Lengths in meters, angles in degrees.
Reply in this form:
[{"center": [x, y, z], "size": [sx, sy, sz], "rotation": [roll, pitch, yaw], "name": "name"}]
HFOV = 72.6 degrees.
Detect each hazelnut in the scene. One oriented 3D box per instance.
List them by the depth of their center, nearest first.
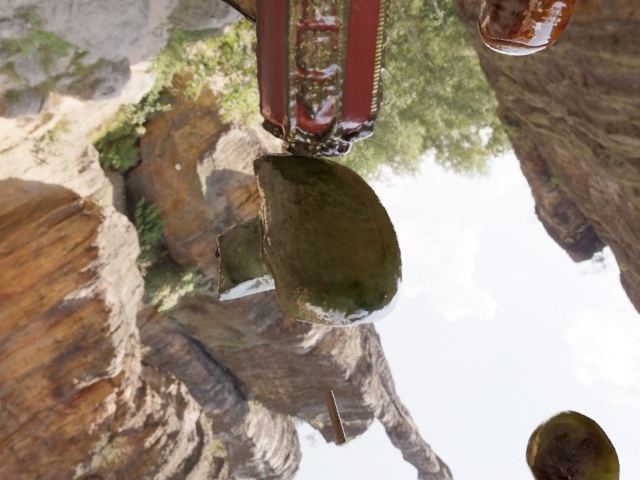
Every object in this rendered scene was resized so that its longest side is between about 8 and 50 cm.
[{"center": [0.319, -0.371, 0.676], "size": [0.143, 0.143, 0.154], "rotation": [-38, 157, -29], "name": "hazelnut"}]

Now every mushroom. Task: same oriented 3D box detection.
[{"center": [0.007, -0.007, 0.622], "size": [0.291, 0.218, 0.212], "rotation": [8, -169, -20], "name": "mushroom"}]

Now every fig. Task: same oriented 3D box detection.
[{"center": [0.408, 0.352, 0.708], "size": [0.135, 0.121, 0.153], "rotation": [3, -127, 47], "name": "fig"}]

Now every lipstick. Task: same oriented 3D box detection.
[{"center": [0.027, 0.334, 0.824], "size": [0.018, 0.094, 0.019], "rotation": [-16, 163, -5], "name": "lipstick"}]

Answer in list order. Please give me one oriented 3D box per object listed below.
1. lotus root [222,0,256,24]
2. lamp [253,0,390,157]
[{"center": [-0.165, -0.441, 0.656], "size": [0.078, 0.329, 0.167], "rotation": [-56, -177, 34], "name": "lotus root"}, {"center": [0.000, -0.252, 0.573], "size": [0.176, 0.274, 0.177], "rotation": [1, -157, 0], "name": "lamp"}]
